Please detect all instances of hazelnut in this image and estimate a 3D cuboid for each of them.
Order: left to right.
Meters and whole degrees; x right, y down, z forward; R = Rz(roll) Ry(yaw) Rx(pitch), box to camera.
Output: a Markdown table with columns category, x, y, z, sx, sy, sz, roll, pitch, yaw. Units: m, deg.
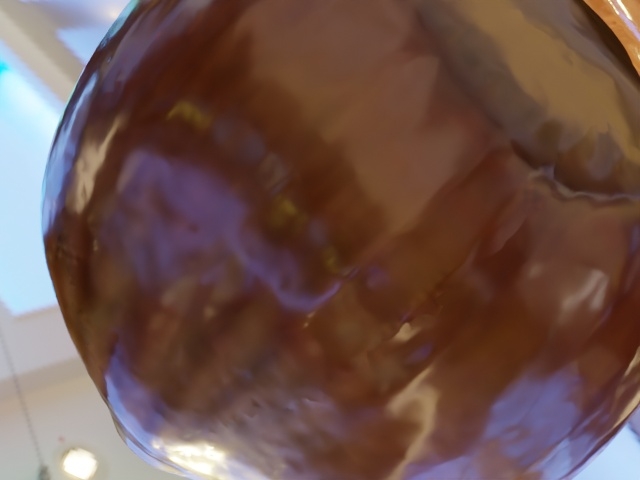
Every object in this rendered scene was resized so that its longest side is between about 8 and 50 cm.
| category | x | y | z | sx | sy | sz | roll | pitch | yaw |
| --- | --- | --- | --- | --- | --- | --- | --- | --- | --- |
| hazelnut | 0.018 | -0.010 | 0.481 | 0.210 | 0.210 | 0.186 | 32 | -141 | 7 |

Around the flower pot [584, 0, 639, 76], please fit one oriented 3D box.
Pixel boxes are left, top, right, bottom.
| category | x | y | z | sx | sy | sz | roll | pitch | yaw |
| --- | --- | --- | --- | --- | --- | --- | --- | --- | --- |
| flower pot | 0.209 | -0.185 | 0.834 | 0.173 | 0.190 | 0.191 | 49 | -164 | -37 |
